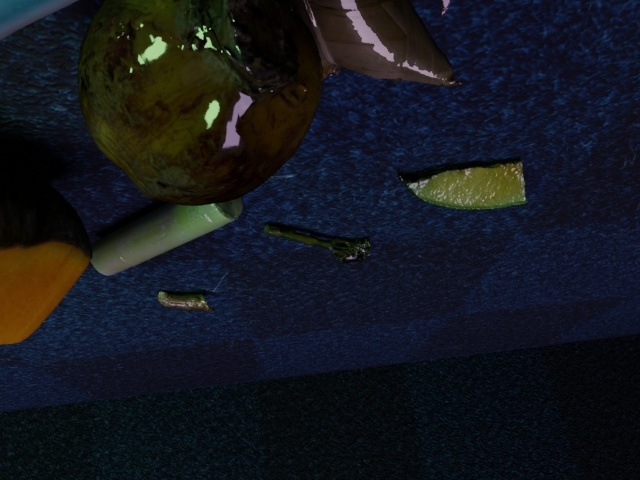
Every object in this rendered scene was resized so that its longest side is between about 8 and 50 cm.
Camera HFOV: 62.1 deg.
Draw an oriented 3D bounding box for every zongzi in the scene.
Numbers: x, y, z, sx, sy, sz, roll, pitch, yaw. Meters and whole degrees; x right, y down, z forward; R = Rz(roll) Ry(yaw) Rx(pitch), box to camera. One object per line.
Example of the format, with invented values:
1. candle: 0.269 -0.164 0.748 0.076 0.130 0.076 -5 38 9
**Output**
1. zongzi: 0.039 -0.219 0.456 0.197 0.099 0.194 21 157 15

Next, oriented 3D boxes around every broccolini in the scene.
1. broccolini: -0.004 -0.002 1.074 0.254 0.071 0.057 19 -174 -34

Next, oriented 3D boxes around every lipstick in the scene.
1. lipstick: -0.264 -0.019 0.892 0.304 0.076 0.076 -21 153 26

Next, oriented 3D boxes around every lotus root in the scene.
1. lotus root: -0.123 -0.126 0.494 0.195 0.179 0.397 32 165 -23

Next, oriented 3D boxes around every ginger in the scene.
1. ginger: -0.317 0.144 1.264 0.137 0.044 0.057 7 -179 -18

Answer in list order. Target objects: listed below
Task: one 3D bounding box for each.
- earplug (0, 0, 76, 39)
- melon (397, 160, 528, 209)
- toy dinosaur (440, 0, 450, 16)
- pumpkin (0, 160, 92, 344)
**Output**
1. earplug: -0.196 -0.233 0.350 0.323 0.185 0.185 -18 154 9
2. melon: 0.255 -0.096 0.922 0.261 0.053 0.114 -2 147 -15
3. toy dinosaur: 0.093 -0.288 0.481 0.108 0.032 0.220 -13 153 15
4. pumpkin: -0.479 0.008 0.674 0.303 0.257 0.225 8 166 22
